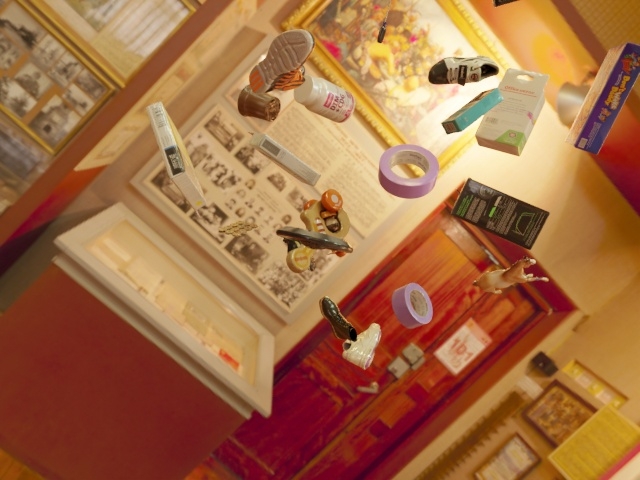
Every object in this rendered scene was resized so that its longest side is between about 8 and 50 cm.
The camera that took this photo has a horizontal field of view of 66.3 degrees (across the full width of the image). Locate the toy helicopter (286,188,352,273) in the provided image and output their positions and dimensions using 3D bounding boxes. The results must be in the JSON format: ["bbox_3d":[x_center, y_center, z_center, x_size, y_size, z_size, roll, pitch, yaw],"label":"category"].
[{"bbox_3d":[0.000,0.000,1.739,0.140,0.355,0.235,-25,-70,47],"label":"toy helicopter"}]

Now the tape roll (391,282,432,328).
[{"bbox_3d":[0.408,0.290,2.178,0.189,0.080,0.189,25,50,-33],"label":"tape roll"}]

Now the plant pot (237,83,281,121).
[{"bbox_3d":[-0.299,-0.677,2.449,0.165,0.167,0.167,27,-5,26],"label":"plant pot"}]

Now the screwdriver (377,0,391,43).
[{"bbox_3d":[0.218,-0.746,1.639,0.024,0.169,0.025,18,12,24],"label":"screwdriver"}]

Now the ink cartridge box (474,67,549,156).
[{"bbox_3d":[0.871,-0.581,2.213,0.207,0.353,0.119,25,-2,31],"label":"ink cartridge box"}]

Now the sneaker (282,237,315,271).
[{"bbox_3d":[-0.107,0.062,2.348,0.234,0.097,0.084,60,9,22],"label":"sneaker"}]

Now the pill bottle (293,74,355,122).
[{"bbox_3d":[0.018,-0.676,2.338,0.283,0.160,0.160,10,29,-45],"label":"pill bottle"}]

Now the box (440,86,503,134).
[{"bbox_3d":[0.608,-0.518,1.966,0.060,0.244,0.100,56,-15,-16],"label":"box"}]

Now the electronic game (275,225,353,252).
[{"bbox_3d":[-0.017,0.002,1.417,0.229,0.048,0.229,14,-3,1],"label":"electronic game"}]

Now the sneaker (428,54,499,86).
[{"bbox_3d":[0.668,-0.784,2.268,0.146,0.331,0.122,-111,-171,-55],"label":"sneaker"}]

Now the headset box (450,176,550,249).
[{"bbox_3d":[0.566,-0.095,1.600,0.283,0.131,0.246,26,11,14],"label":"headset box"}]

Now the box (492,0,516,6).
[{"bbox_3d":[0.746,-0.992,1.611,0.212,0.396,0.293,58,29,-52],"label":"box"}]

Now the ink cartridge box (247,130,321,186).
[{"bbox_3d":[-0.158,-0.319,1.901,0.275,0.060,0.239,33,-2,-28],"label":"ink cartridge box"}]

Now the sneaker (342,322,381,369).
[{"bbox_3d":[0.193,0.465,2.275,0.152,0.114,0.305,16,25,14],"label":"sneaker"}]

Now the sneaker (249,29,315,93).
[{"bbox_3d":[-0.099,-0.622,1.703,0.180,0.321,0.124,-22,91,-45],"label":"sneaker"}]

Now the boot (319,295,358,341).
[{"bbox_3d":[0.081,0.318,1.991,0.197,0.077,0.137,60,-23,-12],"label":"boot"}]

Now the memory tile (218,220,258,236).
[{"bbox_3d":[-0.343,-0.052,2.046,0.113,0.012,0.148,14,26,29],"label":"memory tile"}]

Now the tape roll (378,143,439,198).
[{"bbox_3d":[0.408,-0.324,2.283,0.275,0.275,0.090,47,-23,30],"label":"tape roll"}]

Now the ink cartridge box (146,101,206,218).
[{"bbox_3d":[-0.487,-0.270,1.714,0.307,0.072,0.303,74,-9,-68],"label":"ink cartridge box"}]

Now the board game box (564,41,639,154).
[{"bbox_3d":[0.974,-0.483,1.685,0.078,0.347,0.233,22,22,11],"label":"board game box"}]

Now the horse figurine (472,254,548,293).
[{"bbox_3d":[0.588,0.122,1.566,0.175,0.263,0.066,13,66,-38],"label":"horse figurine"}]
